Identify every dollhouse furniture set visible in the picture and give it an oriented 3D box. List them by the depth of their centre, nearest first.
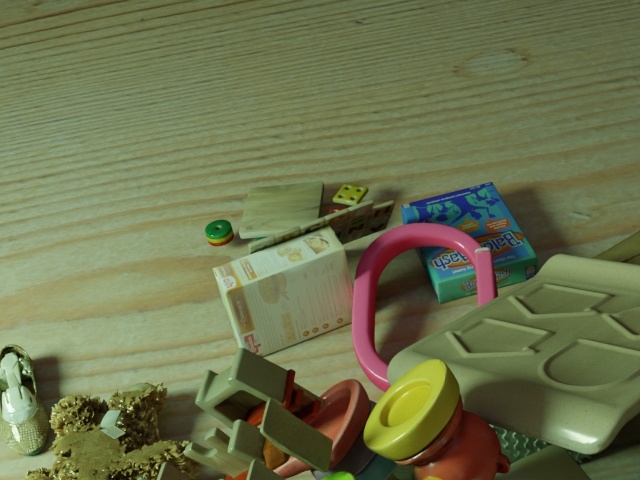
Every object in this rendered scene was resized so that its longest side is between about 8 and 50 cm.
[{"bbox_3d":[-0.084,0.261,1.143,0.262,0.135,0.259,-36,27,38],"label":"dollhouse furniture set"}]

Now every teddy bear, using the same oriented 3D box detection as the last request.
[{"bbox_3d":[-0.280,0.306,1.333,0.245,0.113,0.338,-18,30,-16],"label":"teddy bear"}]

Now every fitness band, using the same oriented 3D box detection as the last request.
[{"bbox_3d":[0.149,0.093,1.464,0.209,0.054,0.290,-5,52,12],"label":"fitness band"}]

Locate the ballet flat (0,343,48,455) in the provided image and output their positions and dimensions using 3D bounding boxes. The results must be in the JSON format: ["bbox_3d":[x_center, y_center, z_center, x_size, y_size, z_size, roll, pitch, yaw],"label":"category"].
[{"bbox_3d":[-0.446,0.226,1.492,0.073,0.067,0.206,-21,39,-13],"label":"ballet flat"}]

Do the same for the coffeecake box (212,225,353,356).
[{"bbox_3d":[-0.049,0.080,1.509,0.185,0.142,0.068,-20,38,-11],"label":"coffeecake box"}]

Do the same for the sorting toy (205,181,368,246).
[{"bbox_3d":[-0.053,-0.041,1.743,0.275,0.046,0.132,-5,38,10],"label":"sorting toy"}]

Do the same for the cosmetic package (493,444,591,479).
[{"bbox_3d":[0.171,0.365,1.111,0.309,0.113,0.160,-21,39,-13],"label":"cosmetic package"}]

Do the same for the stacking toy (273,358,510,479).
[{"bbox_3d":[0.048,0.286,1.137,0.279,0.130,0.309,-53,14,-25],"label":"stacking toy"}]

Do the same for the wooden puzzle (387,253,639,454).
[{"bbox_3d":[0.306,0.135,1.225,0.348,0.080,0.322,-29,24,-34],"label":"wooden puzzle"}]

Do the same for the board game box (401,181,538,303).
[{"bbox_3d":[0.232,-0.001,1.613,0.160,0.047,0.210,-15,39,-4],"label":"board game box"}]

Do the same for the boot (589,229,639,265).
[{"bbox_3d":[0.477,0.058,1.440,0.270,0.089,0.236,-22,39,-14],"label":"boot"}]

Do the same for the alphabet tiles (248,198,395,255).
[{"bbox_3d":[0.000,0.000,1.579,0.237,0.198,0.009,-20,73,-10],"label":"alphabet tiles"}]

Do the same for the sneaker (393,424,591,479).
[{"bbox_3d":[0.228,0.211,1.299,0.293,0.102,0.146,-10,37,3],"label":"sneaker"}]
